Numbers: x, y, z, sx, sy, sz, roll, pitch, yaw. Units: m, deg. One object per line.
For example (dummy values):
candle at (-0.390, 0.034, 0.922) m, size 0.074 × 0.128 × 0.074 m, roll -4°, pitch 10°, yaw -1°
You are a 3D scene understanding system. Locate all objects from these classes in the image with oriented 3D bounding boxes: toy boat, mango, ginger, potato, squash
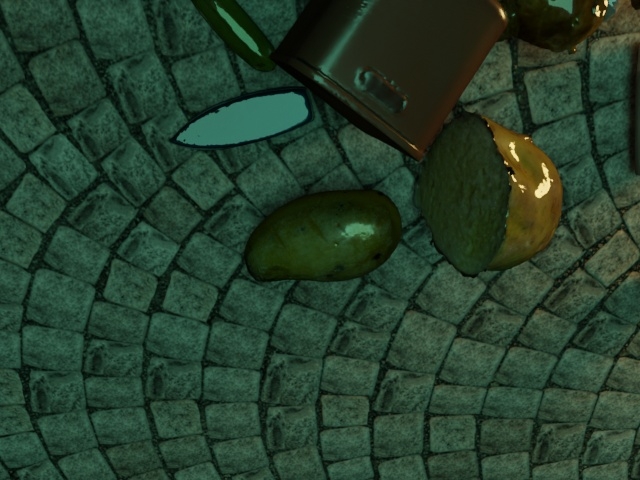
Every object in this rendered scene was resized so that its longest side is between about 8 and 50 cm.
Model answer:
toy boat at (-0.161, -0.231, 0.924) m, size 0.299 × 0.062 × 0.096 m, roll -14°, pitch 110°, yaw 3°
mango at (0.002, -0.008, 0.963) m, size 0.329 × 0.175 × 0.177 m, roll -5°, pitch 69°, yaw 17°
ginger at (0.353, -0.507, 0.804) m, size 0.274 × 0.152 × 0.358 m, roll 5°, pitch 110°, yaw 18°
potato at (0.356, -0.084, 0.915) m, size 0.237 × 0.301 × 0.289 m, roll -2°, pitch 145°, yaw -22°
squash at (-0.174, -0.410, 0.859) m, size 0.066 × 0.066 × 0.252 m, roll -41°, pitch 104°, yaw 12°

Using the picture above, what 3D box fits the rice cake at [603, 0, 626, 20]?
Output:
rice cake at (0.629, -0.564, 0.829) m, size 0.070 × 0.064 × 0.399 m, roll 40°, pitch 104°, yaw -5°

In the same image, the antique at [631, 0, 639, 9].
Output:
antique at (0.555, -0.558, 0.771) m, size 0.093 × 0.087 × 0.310 m, roll -11°, pitch 92°, yaw 13°

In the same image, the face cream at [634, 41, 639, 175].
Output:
face cream at (0.681, -0.264, 0.931) m, size 0.107 × 0.073 × 0.269 m, roll -12°, pitch 109°, yaw -3°

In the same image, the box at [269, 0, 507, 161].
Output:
box at (0.087, -0.312, 0.752) m, size 0.239 × 0.339 × 0.229 m, roll 30°, pitch 102°, yaw -22°
